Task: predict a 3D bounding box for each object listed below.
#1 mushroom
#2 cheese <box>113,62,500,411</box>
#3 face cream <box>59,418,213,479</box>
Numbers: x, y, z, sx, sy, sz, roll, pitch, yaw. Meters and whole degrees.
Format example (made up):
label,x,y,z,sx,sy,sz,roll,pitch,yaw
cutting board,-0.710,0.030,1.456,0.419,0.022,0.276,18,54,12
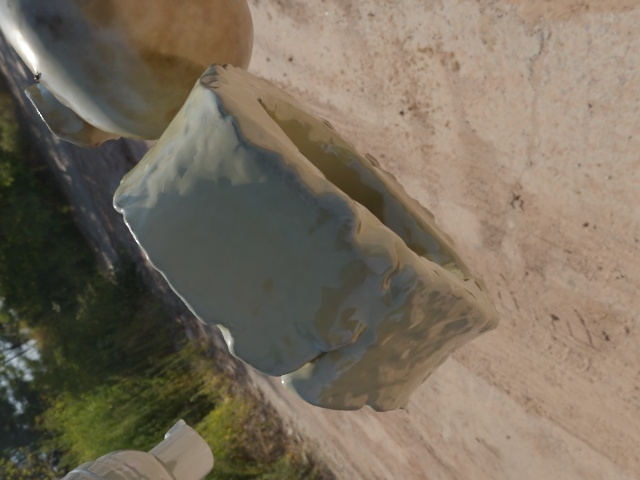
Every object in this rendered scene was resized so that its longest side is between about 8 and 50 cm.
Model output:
label,x,y,z,sx,sy,sz,roll,pitch,yaw
mushroom,-0.240,-0.247,0.688,0.290,0.297,0.297,-26,95,40
cheese,-0.003,0.002,0.535,0.332,0.153,0.292,44,-163,15
face cream,-0.240,0.313,0.620,0.145,0.370,0.145,12,115,28
